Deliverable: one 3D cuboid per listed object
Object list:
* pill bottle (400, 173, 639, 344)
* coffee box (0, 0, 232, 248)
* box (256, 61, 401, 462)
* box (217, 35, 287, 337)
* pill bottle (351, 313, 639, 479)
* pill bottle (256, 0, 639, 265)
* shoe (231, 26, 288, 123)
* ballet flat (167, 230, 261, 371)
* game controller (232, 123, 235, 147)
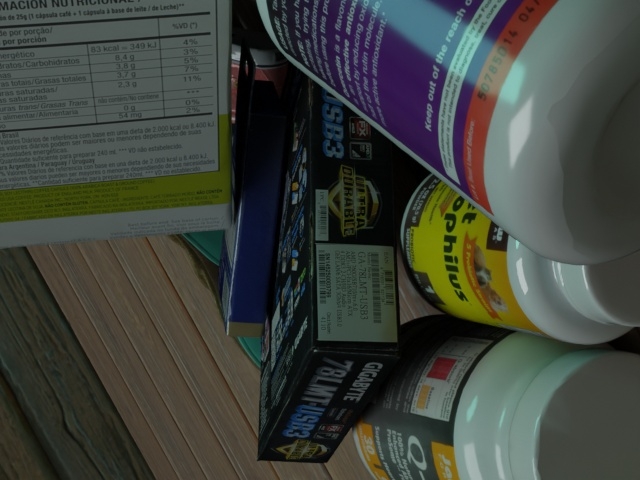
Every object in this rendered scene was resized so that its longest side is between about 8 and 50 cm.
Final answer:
[{"bbox_3d":[0.147,0.004,0.991,0.215,0.117,0.117,7,125,66],"label":"pill bottle"},{"bbox_3d":[-0.245,-0.219,1.143,0.334,0.338,0.338,94,169,-57],"label":"coffee box"},{"bbox_3d":[0.000,0.000,1.203,0.295,0.073,0.293,112,161,-64],"label":"box"},{"bbox_3d":[-0.056,-0.047,1.249,0.136,0.036,0.225,-110,24,-71],"label":"box"},{"bbox_3d":[0.145,0.139,1.123,0.162,0.162,0.278,64,161,-10],"label":"pill bottle"},{"bbox_3d":[0.084,-0.136,0.854,0.323,0.181,0.181,42,154,40],"label":"pill bottle"},{"bbox_3d":[-0.109,-0.158,1.375,0.178,0.063,0.081,17,120,25],"label":"shoe"},{"bbox_3d":[-0.088,0.010,1.556,0.342,0.116,0.124,53,-177,-34],"label":"ballet flat"},{"bbox_3d":[-0.136,-0.211,1.490,0.319,0.067,0.166,61,175,0],"label":"game controller"}]
